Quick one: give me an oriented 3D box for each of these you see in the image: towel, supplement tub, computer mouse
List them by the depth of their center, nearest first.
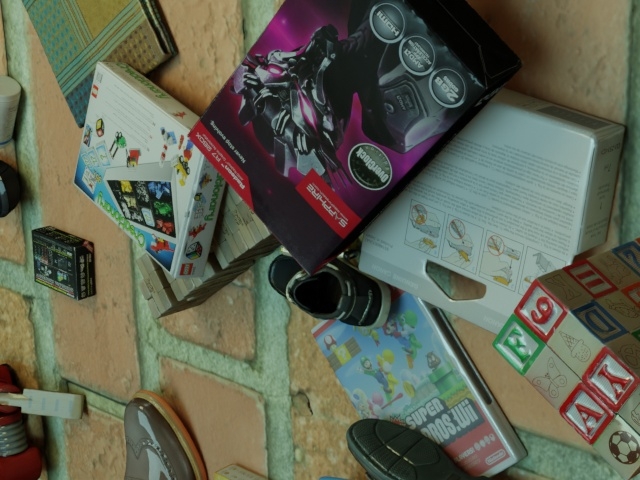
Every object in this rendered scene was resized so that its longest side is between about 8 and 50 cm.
[{"bbox_3d":[-0.357,-0.382,1.925,0.271,0.040,0.370,-28,85,47],"label":"towel"},{"bbox_3d":[-0.529,-0.208,2.126,0.071,0.071,0.107,40,129,29],"label":"supplement tub"},{"bbox_3d":[-0.571,-0.133,2.205,0.262,0.060,0.184,3,110,56],"label":"computer mouse"}]

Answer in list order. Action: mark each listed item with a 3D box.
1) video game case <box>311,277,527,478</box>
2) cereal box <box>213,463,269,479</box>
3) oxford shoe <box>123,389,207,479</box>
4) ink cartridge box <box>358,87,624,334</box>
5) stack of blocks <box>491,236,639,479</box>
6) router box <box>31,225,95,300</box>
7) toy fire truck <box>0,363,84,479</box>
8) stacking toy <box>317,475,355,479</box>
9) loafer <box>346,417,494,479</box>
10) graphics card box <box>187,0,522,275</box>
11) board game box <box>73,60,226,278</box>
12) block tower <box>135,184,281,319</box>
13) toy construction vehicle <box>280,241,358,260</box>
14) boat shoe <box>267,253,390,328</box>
[{"bbox_3d":[0.117,0.188,1.650,0.204,0.025,0.285,-43,72,44],"label":"video game case"},{"bbox_3d":[-0.056,0.441,1.888,0.240,0.047,0.173,17,115,40],"label":"cereal box"},{"bbox_3d":[-0.256,0.413,2.015,0.130,0.133,0.363,-4,101,45],"label":"oxford shoe"},{"bbox_3d":[0.181,-0.042,1.480,0.296,0.066,0.261,25,120,38],"label":"ink cartridge box"},{"bbox_3d":[0.320,0.089,1.218,0.171,0.297,0.087,45,128,24],"label":"stack of blocks"},{"bbox_3d":[-0.416,0.036,2.118,0.122,0.038,0.092,19,115,40],"label":"router box"},{"bbox_3d":[-0.518,0.325,2.258,0.246,0.159,0.217,2,104,55],"label":"toy fire truck"},{"bbox_3d":[0.002,0.451,1.640,0.166,0.302,0.175,2,125,46],"label":"stacking toy"},{"bbox_3d":[0.135,0.310,1.590,0.268,0.096,0.084,26,127,34],"label":"loafer"},{"bbox_3d":[0.025,-0.152,1.459,0.233,0.094,0.371,49,132,6],"label":"graphics card box"},{"bbox_3d":[-0.234,-0.102,1.781,0.305,0.053,0.193,38,121,44],"label":"board game box"},{"bbox_3d":[-0.130,-0.001,1.783,0.335,0.097,0.091,-35,78,44],"label":"block tower"},{"bbox_3d":[0.000,0.000,1.662,0.086,0.098,0.035,13,105,25],"label":"toy construction vehicle"},{"bbox_3d":[-0.007,0.056,1.672,0.233,0.079,0.084,20,104,55],"label":"boat shoe"}]
